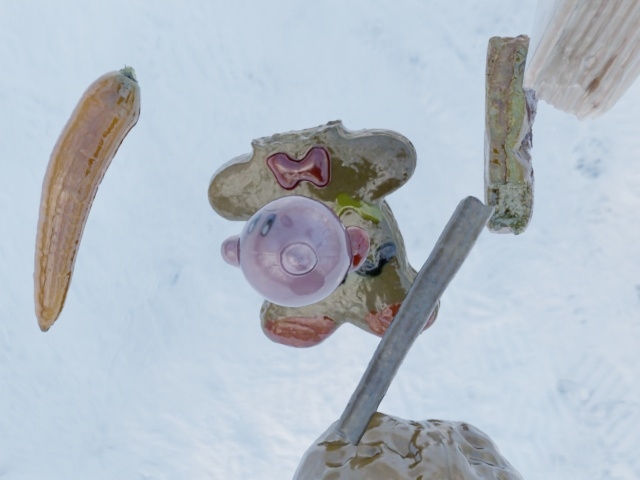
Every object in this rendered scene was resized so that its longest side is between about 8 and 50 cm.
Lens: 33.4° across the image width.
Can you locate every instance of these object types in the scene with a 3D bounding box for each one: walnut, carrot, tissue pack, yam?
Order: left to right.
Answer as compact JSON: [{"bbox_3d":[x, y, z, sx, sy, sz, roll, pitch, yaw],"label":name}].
[{"bbox_3d":[-0.237,-0.042,1.016,0.062,0.066,0.271,22,92,0],"label":"carrot"},{"bbox_3d":[0.123,0.408,1.456,0.353,0.398,0.308,3,109,-4],"label":"walnut"},{"bbox_3d":[0.108,0.093,1.271,0.045,0.045,0.327,30,90,-25],"label":"yam"},{"bbox_3d":[0.200,-0.226,0.663,0.071,0.170,0.325,26,41,-4],"label":"tissue pack"}]

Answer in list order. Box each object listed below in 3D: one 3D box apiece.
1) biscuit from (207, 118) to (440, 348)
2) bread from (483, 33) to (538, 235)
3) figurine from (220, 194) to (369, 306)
[{"bbox_3d":[0.000,0.000,1.815,0.368,0.076,0.394,-7,109,14],"label":"biscuit"},{"bbox_3d":[0.367,-0.199,2.054,0.109,0.185,0.381,2,87,7],"label":"bread"},{"bbox_3d":[-0.042,0.015,1.563,0.173,0.173,0.173,2,79,-12],"label":"figurine"}]
